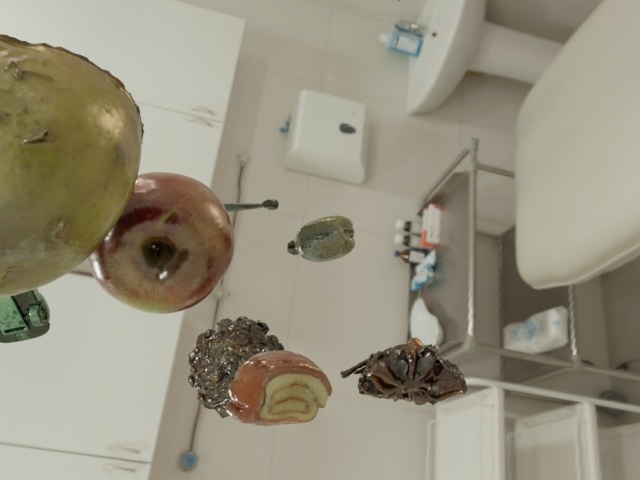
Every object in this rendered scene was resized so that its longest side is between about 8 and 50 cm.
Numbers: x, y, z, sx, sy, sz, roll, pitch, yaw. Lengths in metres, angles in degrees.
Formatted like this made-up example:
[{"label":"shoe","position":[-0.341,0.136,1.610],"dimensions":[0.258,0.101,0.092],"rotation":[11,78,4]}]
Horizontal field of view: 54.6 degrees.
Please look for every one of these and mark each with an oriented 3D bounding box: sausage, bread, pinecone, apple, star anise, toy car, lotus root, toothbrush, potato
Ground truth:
[{"label":"sausage","position":[0.187,0.274,1.396],"dimensions":[0.131,0.039,0.041],"rotation":[-59,-16,18]},{"label":"bread","position":[-0.087,0.360,1.509],"dimensions":[0.123,0.244,0.190],"rotation":[30,110,53]},{"label":"pinecone","position":[-0.256,0.385,1.936],"dimensions":[0.242,0.295,0.298],"rotation":[-14,85,46]},{"label":"apple","position":[-0.378,0.001,1.474],"dimensions":[0.277,0.348,0.349],"rotation":[-112,35,-80]},{"label":"star anise","position":[0.182,0.267,1.271],"dimensions":[0.190,0.220,0.126],"rotation":[-27,45,54]},{"label":"toy car","position":[-0.681,0.082,1.317],"dimensions":[0.125,0.136,0.306],"rotation":[-107,7,-55]},{"label":"lotus root","position":[0.000,0.000,1.599],"dimensions":[0.088,0.192,0.113],"rotation":[6,-108,-68]},{"label":"toothbrush","position":[-0.231,-0.093,1.714],"dimensions":[0.297,0.030,0.030],"rotation":[-1,83,40]},{"label":"potato","position":[-0.510,-0.085,0.956],"dimensions":[0.442,0.385,0.319],"rotation":[-27,43,23]}]
